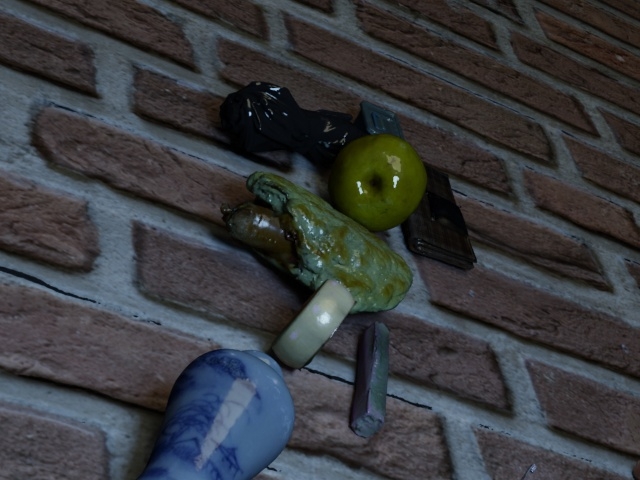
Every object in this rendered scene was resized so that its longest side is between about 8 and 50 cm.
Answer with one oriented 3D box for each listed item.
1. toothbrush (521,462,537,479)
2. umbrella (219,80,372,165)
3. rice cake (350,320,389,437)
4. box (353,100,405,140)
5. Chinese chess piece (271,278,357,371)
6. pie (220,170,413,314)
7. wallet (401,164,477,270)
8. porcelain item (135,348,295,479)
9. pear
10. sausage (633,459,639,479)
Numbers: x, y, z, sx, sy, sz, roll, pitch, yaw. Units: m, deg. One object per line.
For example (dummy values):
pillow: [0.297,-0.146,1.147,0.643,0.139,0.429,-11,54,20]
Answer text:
toothbrush: [0.267,0.316,1.876,0.008,0.006,0.097,43,30,7]
umbrella: [-0.004,-0.168,2.206,0.340,0.118,0.118,10,38,-37]
rice cake: [0.066,0.175,1.842,0.036,0.047,0.206,41,28,-20]
box: [0.091,-0.178,2.369,0.074,0.054,0.099,22,32,-25]
Chinese chess piece: [-0.009,0.104,1.787,0.051,0.122,0.122,39,29,-2]
pie: [0.004,-0.001,1.978,0.274,0.105,0.257,36,20,1]
wallet: [0.174,-0.048,2.277,0.124,0.042,0.230,18,32,-23]
porcelain item: [-0.113,0.213,1.521,0.141,0.141,0.259,34,38,-1]
pear: [0.085,-0.088,2.137,0.149,0.149,0.162,35,10,1]
sausage: [0.484,0.340,2.032,0.083,0.034,0.034,28,30,-14]
